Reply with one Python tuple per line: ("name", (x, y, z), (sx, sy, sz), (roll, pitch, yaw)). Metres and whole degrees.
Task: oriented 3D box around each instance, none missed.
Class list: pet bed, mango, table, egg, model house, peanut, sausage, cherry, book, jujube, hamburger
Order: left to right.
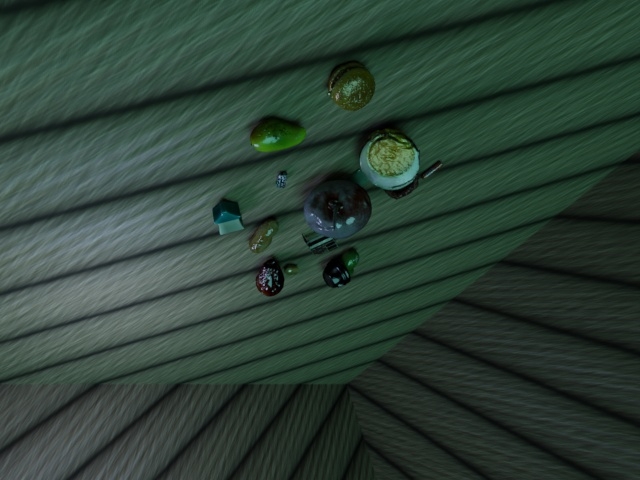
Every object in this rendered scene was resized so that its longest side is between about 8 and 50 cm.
("model house", (-0.440, -0.118, 1.934), (0.127, 0.100, 0.148), (-15, 143, -6))
("peanut", (-0.292, -0.024, 2.115), (0.108, 0.095, 0.226), (1, 135, -47))
("jujube", (-0.288, 0.212, 2.344), (0.168, 0.168, 0.236), (-7, 133, -16))
("mango", (-0.174, -0.433, 1.672), (0.233, 0.111, 0.125), (-13, 145, -10))
("table", (0.000, 0.000, 2.286), (0.146, 0.062, 0.175), (-25, 140, 7))
("cherry", (0.074, -0.137, 1.981), (0.327, 0.291, 0.335), (-2, 164, -20))
("hamburger", (0.128, -0.594, 1.608), (0.182, 0.117, 0.191), (-30, 144, 18))
("book", (0.164, -0.291, 2.051), (0.135, 0.017, 0.103), (-34, 137, 17))
("egg", (0.315, -0.391, 1.891), (0.287, 0.174, 0.264), (33, 120, -17))
("pet bed", (0.421, -0.296, 2.128), (0.202, 0.053, 0.201), (-15, 145, -11))
("sausage", (0.577, -0.361, 2.130), (0.129, 0.034, 0.034), (-39, 137, 22))

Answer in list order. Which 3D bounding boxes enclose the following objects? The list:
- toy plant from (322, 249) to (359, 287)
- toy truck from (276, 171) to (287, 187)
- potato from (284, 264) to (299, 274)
("toy plant", (0.131, 0.171, 2.476), (0.235, 0.175, 0.218), (-36, 155, -25))
("toy truck", (-0.180, -0.281, 1.903), (0.044, 0.039, 0.083), (7, 137, -10))
("potato", (-0.172, 0.176, 2.422), (0.084, 0.062, 0.068), (18, 162, -8))
